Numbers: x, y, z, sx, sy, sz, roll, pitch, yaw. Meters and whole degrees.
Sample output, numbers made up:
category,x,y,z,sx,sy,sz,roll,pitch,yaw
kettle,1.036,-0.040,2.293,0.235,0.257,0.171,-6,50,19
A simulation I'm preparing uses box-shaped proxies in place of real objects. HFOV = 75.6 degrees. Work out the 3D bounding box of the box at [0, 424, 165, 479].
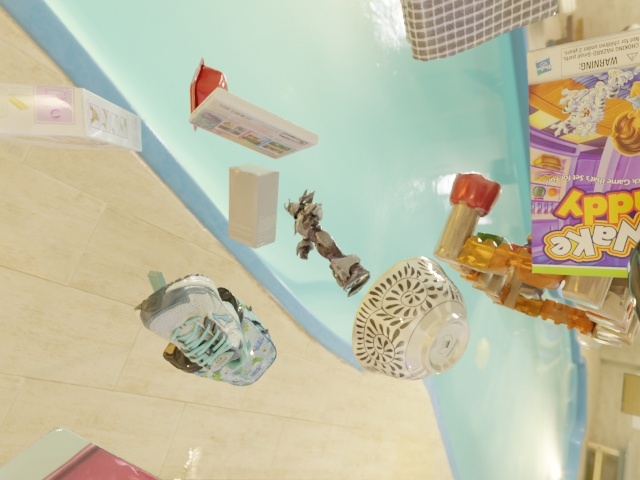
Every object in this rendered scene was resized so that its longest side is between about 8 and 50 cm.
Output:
category,x,y,z,sx,sy,sz,roll,pitch,yaw
box,-0.188,0.294,0.348,0.127,0.233,0.148,-37,140,-65

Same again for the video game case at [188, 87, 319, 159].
category,x,y,z,sx,sy,sz,roll,pitch,yaw
video game case,-0.103,-0.167,0.617,0.157,0.143,0.019,18,82,-30

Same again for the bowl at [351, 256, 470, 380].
category,x,y,z,sx,sy,sz,roll,pitch,yaw
bowl,0.130,0.112,0.512,0.170,0.080,0.169,-13,114,-31

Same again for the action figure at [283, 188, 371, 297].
category,x,y,z,sx,sy,sz,roll,pitch,yaw
action figure,0.000,0.000,0.975,0.099,0.285,0.185,-34,157,-19

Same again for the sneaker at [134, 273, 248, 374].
category,x,y,z,sx,sy,sz,roll,pitch,yaw
sneaker,-0.181,0.146,0.665,0.110,0.122,0.283,-34,156,-3

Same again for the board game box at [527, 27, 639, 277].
category,x,y,z,sx,sy,sz,roll,pitch,yaw
board game box,0.381,-0.082,0.364,0.078,0.348,0.233,-32,117,-53

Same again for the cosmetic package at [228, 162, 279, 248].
category,x,y,z,sx,sy,sz,roll,pitch,yaw
cosmetic package,-0.207,-0.108,1.268,0.107,0.127,0.237,-22,128,-51

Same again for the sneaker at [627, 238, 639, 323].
category,x,y,z,sx,sy,sz,roll,pitch,yaw
sneaker,0.294,0.083,0.233,0.106,0.101,0.267,100,-15,-50

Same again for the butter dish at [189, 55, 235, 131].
category,x,y,z,sx,sy,sz,roll,pitch,yaw
butter dish,-0.296,-0.403,1.157,0.119,0.159,0.160,7,49,-9

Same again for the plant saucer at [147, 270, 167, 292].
category,x,y,z,sx,sy,sz,roll,pitch,yaw
plant saucer,-0.409,0.170,1.097,0.018,0.067,0.191,-33,114,-42

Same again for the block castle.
category,x,y,z,sx,sy,sz,roll,pitch,yaw
block castle,0.448,0.029,0.792,0.453,0.303,0.212,30,82,-46

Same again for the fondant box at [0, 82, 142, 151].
category,x,y,z,sx,sy,sz,roll,pitch,yaw
fondant box,-0.572,-0.261,0.916,0.239,0.330,0.096,1,98,-6

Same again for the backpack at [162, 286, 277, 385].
category,x,y,z,sx,sy,sz,roll,pitch,yaw
backpack,-0.308,0.357,1.421,0.290,0.274,0.355,-51,164,-14

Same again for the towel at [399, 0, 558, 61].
category,x,y,z,sx,sy,sz,roll,pitch,yaw
towel,0.277,-0.462,0.700,0.235,0.284,0.121,60,18,-52
